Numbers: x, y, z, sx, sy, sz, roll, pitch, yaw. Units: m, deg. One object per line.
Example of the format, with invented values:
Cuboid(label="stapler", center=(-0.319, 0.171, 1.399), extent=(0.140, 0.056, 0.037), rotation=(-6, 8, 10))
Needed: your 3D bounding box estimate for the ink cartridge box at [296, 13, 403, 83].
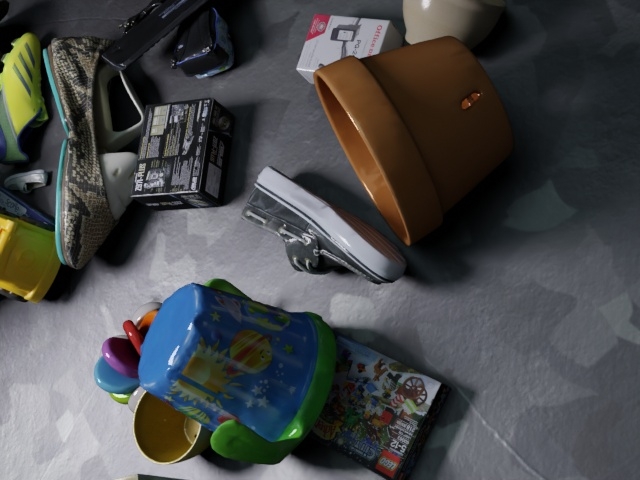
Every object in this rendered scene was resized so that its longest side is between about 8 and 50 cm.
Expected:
Cuboid(label="ink cartridge box", center=(0.051, -0.317, 1.615), extent=(0.151, 0.063, 0.109), rotation=(12, 78, 31))

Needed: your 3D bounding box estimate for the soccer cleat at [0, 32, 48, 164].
Cuboid(label="soccer cleat", center=(-0.601, -0.285, 1.946), extent=(0.121, 0.093, 0.289), rotation=(11, 71, -1))

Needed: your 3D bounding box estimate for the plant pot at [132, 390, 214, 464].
Cuboid(label="plant pot", center=(-0.215, 0.290, 1.519), extent=(0.134, 0.095, 0.134), rotation=(-10, 70, 27))

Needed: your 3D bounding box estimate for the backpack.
Cuboid(label="backpack", center=(-0.212, -0.360, 1.754), extent=(0.105, 0.084, 0.114), rotation=(-16, 59, 23))

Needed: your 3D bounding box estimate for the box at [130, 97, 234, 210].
Cuboid(label="box", center=(-0.244, -0.151, 1.701), extent=(0.148, 0.077, 0.180), rotation=(-3, 71, 26))

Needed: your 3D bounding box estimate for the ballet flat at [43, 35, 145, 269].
Cuboid(label="ballet flat", center=(-0.406, -0.185, 1.770), extent=(0.182, 0.164, 0.482), rotation=(-9, 65, -3))

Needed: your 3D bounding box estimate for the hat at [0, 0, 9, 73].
Cuboid(label="hat", center=(-0.746, -0.355, 1.991), extent=(0.331, 0.331, 0.134), rotation=(-33, 105, 10))

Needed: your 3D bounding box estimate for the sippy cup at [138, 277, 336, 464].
Cuboid(label="sippy cup", center=(-0.133, 0.177, 1.393), extent=(0.305, 0.224, 0.240), rotation=(3, 68, 61))

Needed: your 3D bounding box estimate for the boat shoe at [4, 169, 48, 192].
Cuboid(label="boat shoe", center=(-0.582, -0.111, 1.891), extent=(0.100, 0.035, 0.035), rotation=(-11, 65, 17))

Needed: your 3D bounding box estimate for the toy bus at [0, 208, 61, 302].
Cuboid(label="toy bus", center=(-0.608, 0.006, 1.718), extent=(0.220, 0.211, 0.149), rotation=(17, 83, 31))

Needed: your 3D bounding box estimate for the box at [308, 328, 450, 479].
Cuboid(label="box", center=(0.056, 0.239, 1.428), extent=(0.233, 0.044, 0.159), rotation=(23, 84, 32))

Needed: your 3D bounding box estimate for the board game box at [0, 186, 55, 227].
Cuboid(label="board game box", center=(-0.594, -0.007, 1.858), extent=(0.201, 0.035, 0.136), rotation=(31, 88, 32))

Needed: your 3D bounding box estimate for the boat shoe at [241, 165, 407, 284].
Cuboid(label="boat shoe", center=(0.000, 0.000, 1.514), extent=(0.335, 0.121, 0.119), rotation=(36, 99, 43))

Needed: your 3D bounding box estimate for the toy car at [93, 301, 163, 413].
Cuboid(label="toy car", center=(-0.297, 0.190, 1.575), extent=(0.182, 0.136, 0.159), rotation=(-45, 59, 7))

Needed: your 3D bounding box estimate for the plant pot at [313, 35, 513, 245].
Cuboid(label="plant pot", center=(0.146, -0.164, 1.405), extent=(0.204, 0.291, 0.290), rotation=(-28, 61, -2))

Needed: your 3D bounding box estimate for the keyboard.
Cuboid(label="keyboard", center=(-0.280, -0.433, 1.800), extent=(0.317, 0.033, 0.201), rotation=(-41, 34, -7))

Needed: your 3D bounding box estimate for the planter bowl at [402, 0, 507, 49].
Cuboid(label="planter bowl", center=(0.197, -0.351, 1.512), extent=(0.162, 0.162, 0.109), rotation=(38, 120, 32))

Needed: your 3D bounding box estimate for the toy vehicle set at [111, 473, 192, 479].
Cuboid(label="toy vehicle set", center=(-0.257, 0.388, 1.409), extent=(0.166, 0.267, 0.035), rotation=(-19, 66, 20))
